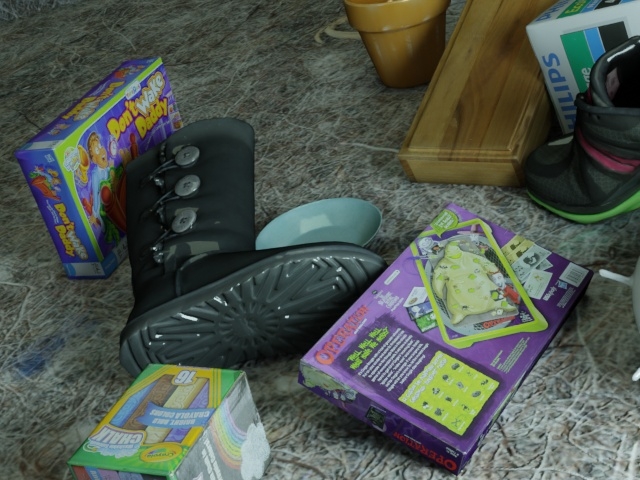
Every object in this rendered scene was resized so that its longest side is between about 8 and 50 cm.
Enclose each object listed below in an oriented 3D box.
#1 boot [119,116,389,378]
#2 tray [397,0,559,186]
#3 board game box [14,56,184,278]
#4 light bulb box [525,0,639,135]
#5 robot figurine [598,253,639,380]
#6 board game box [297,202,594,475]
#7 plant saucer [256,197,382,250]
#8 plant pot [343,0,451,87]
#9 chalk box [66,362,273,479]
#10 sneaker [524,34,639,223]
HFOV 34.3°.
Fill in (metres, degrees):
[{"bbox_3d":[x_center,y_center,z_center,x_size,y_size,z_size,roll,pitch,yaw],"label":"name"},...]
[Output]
[{"bbox_3d":[-0.105,-0.024,1.468,0.367,0.146,0.445,-15,35,5],"label":"boot"},{"bbox_3d":[0.292,-0.270,1.692,0.203,0.076,0.411,4,56,33],"label":"tray"},{"bbox_3d":[-0.342,-0.128,1.732,0.078,0.233,0.347,-2,32,25],"label":"board game box"},{"bbox_3d":[0.570,-0.327,1.571,0.361,0.225,0.358,-5,28,44],"label":"light bulb box"},{"bbox_3d":[0.474,0.049,1.049,0.353,0.200,0.300,-12,48,6],"label":"robot figurine"},{"bbox_3d":[0.155,0.097,1.207,0.208,0.056,0.347,31,47,18],"label":"board game box"},{"bbox_3d":[0.000,0.000,1.540,0.195,0.037,0.195,-11,29,6],"label":"plant saucer"},{"bbox_3d":[0.162,-0.408,2.026,0.205,0.188,0.205,-11,29,6],"label":"plant pot"},{"bbox_3d":[-0.164,0.246,1.087,0.132,0.132,0.213,1,32,27],"label":"chalk box"},{"bbox_3d":[0.408,-0.158,1.325,0.185,0.202,0.483,-46,8,-22],"label":"sneaker"}]
